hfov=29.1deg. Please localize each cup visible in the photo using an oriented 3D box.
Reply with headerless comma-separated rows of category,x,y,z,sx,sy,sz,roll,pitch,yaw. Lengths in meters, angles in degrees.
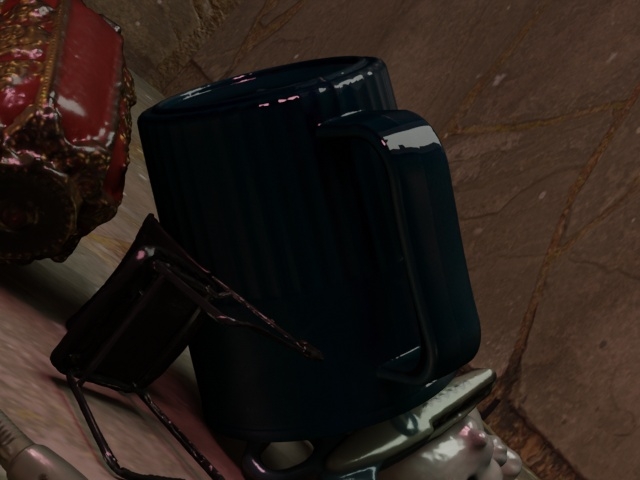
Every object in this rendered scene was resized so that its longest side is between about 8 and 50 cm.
cup,-0.018,0.004,1.078,0.308,0.242,0.292,-116,-168,-77

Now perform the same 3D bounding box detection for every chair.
chair,-0.135,0.066,0.948,0.221,0.140,0.145,41,5,34

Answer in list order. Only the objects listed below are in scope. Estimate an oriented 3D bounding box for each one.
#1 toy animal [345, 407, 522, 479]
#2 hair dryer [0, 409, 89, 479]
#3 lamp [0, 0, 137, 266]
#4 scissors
toy animal,0.093,0.215,1.307,0.249,0.174,0.289,57,9,24
hair dryer,-0.079,0.194,0.685,0.229,0.092,0.267,48,-10,-37
lamp,-0.247,-0.101,1.060,0.177,0.177,0.274,39,26,-33
scissors,0.064,0.179,1.132,0.289,0.041,0.138,-22,54,-38
